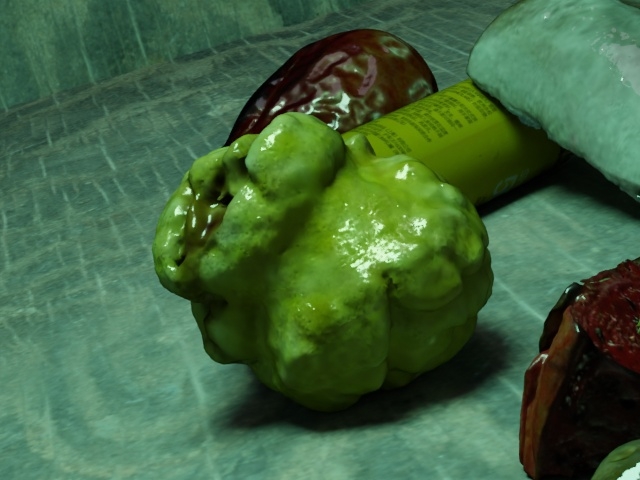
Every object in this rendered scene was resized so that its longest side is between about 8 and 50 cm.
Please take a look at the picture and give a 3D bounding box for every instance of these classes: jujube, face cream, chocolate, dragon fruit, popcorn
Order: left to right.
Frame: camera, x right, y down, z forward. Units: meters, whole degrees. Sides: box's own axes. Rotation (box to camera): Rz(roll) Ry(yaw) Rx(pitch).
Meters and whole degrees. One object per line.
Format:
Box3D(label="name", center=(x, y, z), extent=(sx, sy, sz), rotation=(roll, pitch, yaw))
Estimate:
Box3D(label="popcorn", center=(0.000, 0.000, 1.091), extent=(0.200, 0.203, 0.226), rotation=(-25, 33, 4))
Box3D(label="jujube", center=(0.003, -0.094, 1.512), extent=(0.236, 0.168, 0.168), rotation=(-34, 24, -35))
Box3D(label="face cream", center=(0.118, -0.078, 1.428), extent=(0.348, 0.105, 0.105), rotation=(-26, 19, -33))
Box3D(label="dragon fruit", center=(0.185, 0.049, 0.935), extent=(0.122, 0.092, 0.192), rotation=(-5, 18, 33))
Box3D(label="chocolate", center=(0.265, -0.130, 1.332), extent=(0.185, 0.100, 0.303), rotation=(-16, 38, -28))

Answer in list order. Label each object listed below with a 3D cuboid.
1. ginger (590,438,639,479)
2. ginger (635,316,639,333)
Box3D(label="ginger", center=(0.138, 0.140, 0.675), extent=(0.122, 0.084, 0.290), rotation=(-10, 14, 44))
Box3D(label="ginger", center=(0.237, 0.047, 0.809), extent=(0.216, 0.102, 0.157), rotation=(15, 6, -33))
